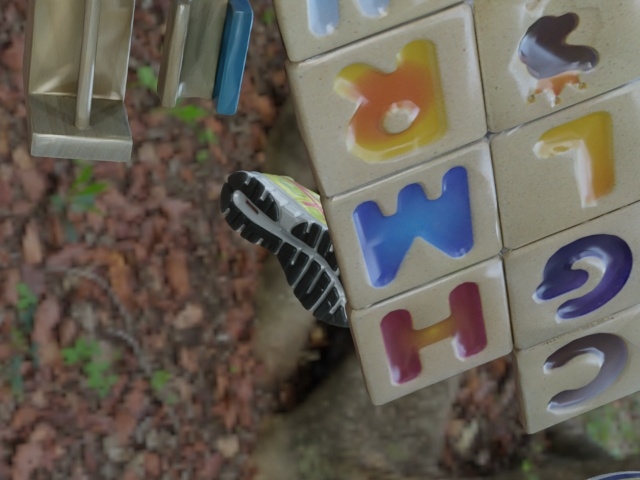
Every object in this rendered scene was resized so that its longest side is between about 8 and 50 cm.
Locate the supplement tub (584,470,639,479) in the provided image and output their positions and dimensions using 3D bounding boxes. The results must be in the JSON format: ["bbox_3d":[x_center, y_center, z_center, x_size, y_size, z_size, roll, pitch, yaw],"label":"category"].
[{"bbox_3d":[0.268,0.323,1.182,0.316,0.228,0.228,-69,149,-84],"label":"supplement tub"}]

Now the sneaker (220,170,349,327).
[{"bbox_3d":[0.000,0.000,1.484,0.208,0.081,0.094,47,31,22],"label":"sneaker"}]

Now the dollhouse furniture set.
[{"bbox_3d":[-0.040,-0.138,0.573,0.129,0.129,0.183,-111,-152,-56],"label":"dollhouse furniture set"}]

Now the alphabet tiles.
[{"bbox_3d":[0.131,-0.065,0.488,0.342,0.285,0.011,76,-9,-48],"label":"alphabet tiles"}]
